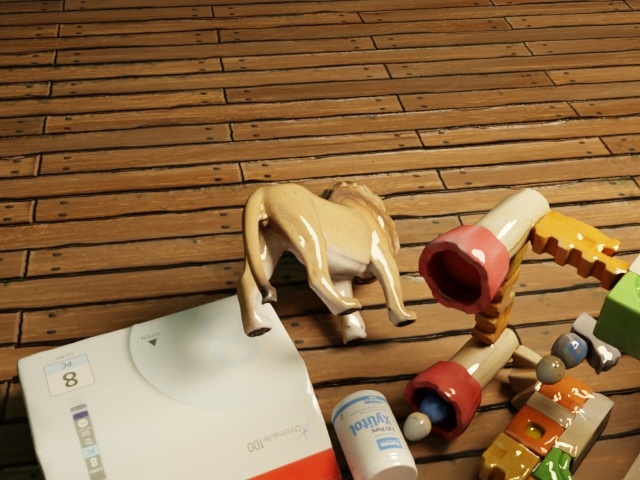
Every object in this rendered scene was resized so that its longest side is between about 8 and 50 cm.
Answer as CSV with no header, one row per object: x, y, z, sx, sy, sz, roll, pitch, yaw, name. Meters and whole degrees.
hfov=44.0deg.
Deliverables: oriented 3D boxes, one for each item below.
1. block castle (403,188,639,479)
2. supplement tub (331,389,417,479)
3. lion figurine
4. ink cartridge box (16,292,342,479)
0.300,0.177,0.798,0.453,0.303,0.212,30,48,29,block castle
0.059,0.231,0.899,0.070,0.071,0.107,-11,42,-15,supplement tub
0.000,0.000,1.003,0.142,0.392,0.240,-23,70,18,lion figurine
-0.137,0.237,0.859,0.308,0.091,0.385,-15,41,-20,ink cartridge box
